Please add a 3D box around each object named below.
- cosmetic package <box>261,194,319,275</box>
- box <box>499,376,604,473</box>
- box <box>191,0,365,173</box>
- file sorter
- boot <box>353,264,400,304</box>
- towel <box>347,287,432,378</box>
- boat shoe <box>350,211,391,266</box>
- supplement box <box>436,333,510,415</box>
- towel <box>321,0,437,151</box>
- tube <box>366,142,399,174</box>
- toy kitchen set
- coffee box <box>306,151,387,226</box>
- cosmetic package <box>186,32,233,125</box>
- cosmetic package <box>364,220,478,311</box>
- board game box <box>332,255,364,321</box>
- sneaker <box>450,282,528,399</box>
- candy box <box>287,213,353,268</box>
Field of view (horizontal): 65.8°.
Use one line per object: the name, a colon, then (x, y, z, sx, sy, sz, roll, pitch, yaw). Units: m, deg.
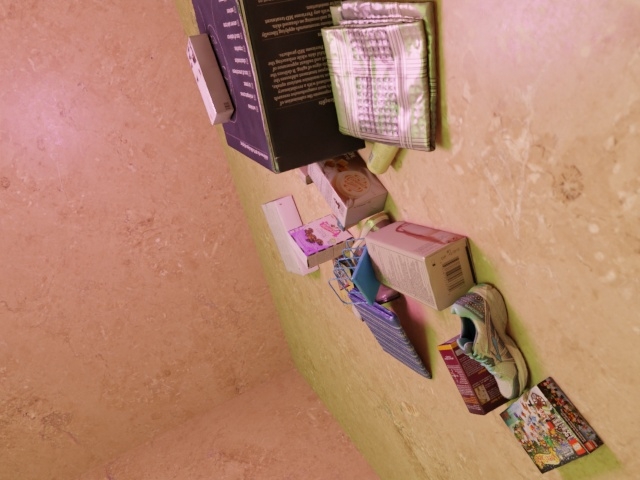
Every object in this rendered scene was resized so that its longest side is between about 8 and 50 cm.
cosmetic package: (-0.154, -0.023, 2.424, 0.377, 0.097, 0.284, 70, 164, -8)
box: (0.511, 0.424, 1.123, 0.159, 0.044, 0.233, 57, 160, 29)
box: (-0.131, -0.494, 1.430, 0.480, 0.297, 0.472, 38, 141, 57)
file sorter: (0.110, 0.087, 1.443, 0.104, 0.170, 0.118, -6, 131, 36)
boot: (0.177, 0.138, 1.699, 0.246, 0.083, 0.161, 160, 93, -71)
towel: (0.231, 0.307, 1.643, 0.243, 0.040, 0.336, 27, 155, 53)
boat shoe: (0.166, 0.025, 1.552, 0.285, 0.102, 0.092, 107, 143, -55)
supplement box: (0.393, 0.331, 1.254, 0.188, 0.104, 0.081, 65, 163, 8)
towel: (0.129, -0.373, 1.126, 0.312, 0.056, 0.324, 27, 134, 46)
tube: (0.179, -0.260, 1.248, 0.070, 0.062, 0.240, 21, 148, 0)
toy kitchen set: (0.028, -0.150, 1.699, 0.207, 0.122, 0.166, 53, 157, 38)
coffee box: (0.075, -0.179, 1.501, 0.246, 0.141, 0.098, 59, 161, 29)
cosmetic package: (-0.330, -0.473, 1.465, 0.239, 0.060, 0.099, 70, 162, 1)
cosmetic package: (0.253, 0.055, 1.287, 0.296, 0.129, 0.153, 25, 137, 64)
board game box: (0.120, 0.183, 1.968, 0.165, 0.042, 0.243, 34, 143, 59)
sneaker: (0.382, 0.249, 1.158, 0.283, 0.122, 0.110, 68, 162, -4)
candy box: (0.000, 0.000, 1.839, 0.165, 0.196, 0.070, 50, 155, 42)
